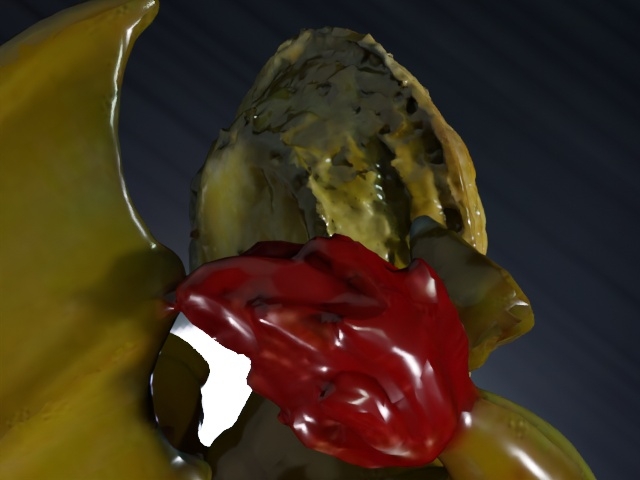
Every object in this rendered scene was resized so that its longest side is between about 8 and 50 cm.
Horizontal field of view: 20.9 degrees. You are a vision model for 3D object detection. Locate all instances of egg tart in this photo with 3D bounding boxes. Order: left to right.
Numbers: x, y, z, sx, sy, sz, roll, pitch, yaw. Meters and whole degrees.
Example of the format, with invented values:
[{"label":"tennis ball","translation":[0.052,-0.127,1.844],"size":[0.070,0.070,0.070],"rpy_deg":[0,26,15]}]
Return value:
[{"label":"egg tart","translation":[0.000,0.000,0.756],"size":[0.074,0.191,0.191],"rpy_deg":[-10,150,-33]}]

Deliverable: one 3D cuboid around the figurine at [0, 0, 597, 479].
[{"label":"figurine","translation":[-0.073,0.151,0.566],"size":[0.387,0.401,0.268],"rpy_deg":[-33,-164,-4]}]
